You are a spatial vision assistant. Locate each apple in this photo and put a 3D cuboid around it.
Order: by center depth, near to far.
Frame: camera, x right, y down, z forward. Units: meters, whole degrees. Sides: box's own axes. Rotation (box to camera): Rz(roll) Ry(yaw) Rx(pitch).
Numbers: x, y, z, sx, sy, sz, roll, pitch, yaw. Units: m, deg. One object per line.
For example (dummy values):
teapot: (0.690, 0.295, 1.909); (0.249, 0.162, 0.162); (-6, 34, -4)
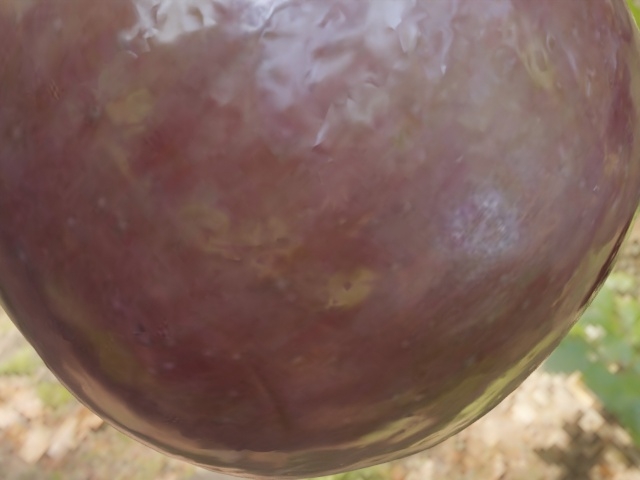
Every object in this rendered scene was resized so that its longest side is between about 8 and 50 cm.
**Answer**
apple: (-0.012, -0.060, 0.701); (0.306, 0.235, 0.306); (47, 12, -14)
